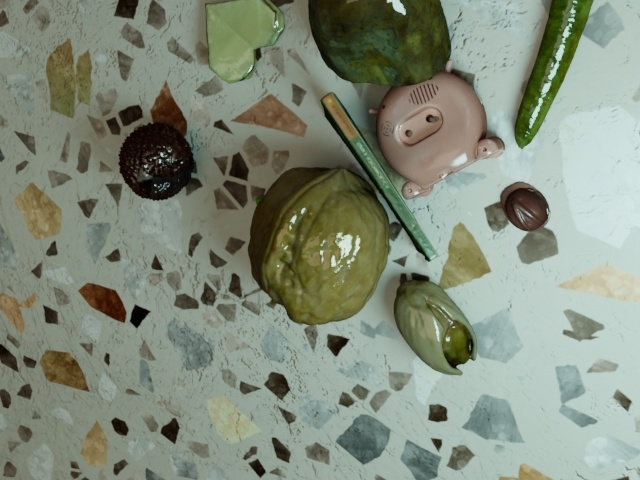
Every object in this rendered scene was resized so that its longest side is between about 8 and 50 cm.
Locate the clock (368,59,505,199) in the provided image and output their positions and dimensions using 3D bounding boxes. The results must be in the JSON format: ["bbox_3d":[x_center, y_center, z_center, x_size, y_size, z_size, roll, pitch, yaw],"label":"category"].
[{"bbox_3d":[0.215,-0.231,1.538,0.227,0.142,0.241,-28,85,24],"label":"clock"}]

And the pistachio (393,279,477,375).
[{"bbox_3d":[0.247,0.190,1.680,0.138,0.153,0.238,-40,91,-10],"label":"pistachio"}]

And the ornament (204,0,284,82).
[{"bbox_3d":[-0.188,-0.466,1.702,0.180,0.059,0.201,44,116,7],"label":"ornament"}]

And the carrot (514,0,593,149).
[{"bbox_3d":[0.435,-0.338,1.449,0.074,0.074,0.358,21,116,17],"label":"carrot"}]

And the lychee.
[{"bbox_3d":[-0.391,-0.190,1.823,0.188,0.188,0.188,8,110,22],"label":"lychee"}]

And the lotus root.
[{"bbox_3d":[0.091,-0.429,1.448,0.267,0.149,0.260,17,152,27],"label":"lotus root"}]

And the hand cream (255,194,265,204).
[{"bbox_3d":[-0.094,-0.101,1.798,0.122,0.023,0.036,-9,100,23],"label":"hand cream"}]

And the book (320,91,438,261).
[{"bbox_3d":[0.120,-0.127,1.564,0.043,0.260,0.371,-34,92,4],"label":"book"}]

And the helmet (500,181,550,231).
[{"bbox_3d":[0.410,-0.060,1.560,0.111,0.057,0.089,49,122,2],"label":"helmet"}]

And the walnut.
[{"bbox_3d":[-0.003,0.000,1.638,0.306,0.306,0.344,24,114,16],"label":"walnut"}]
